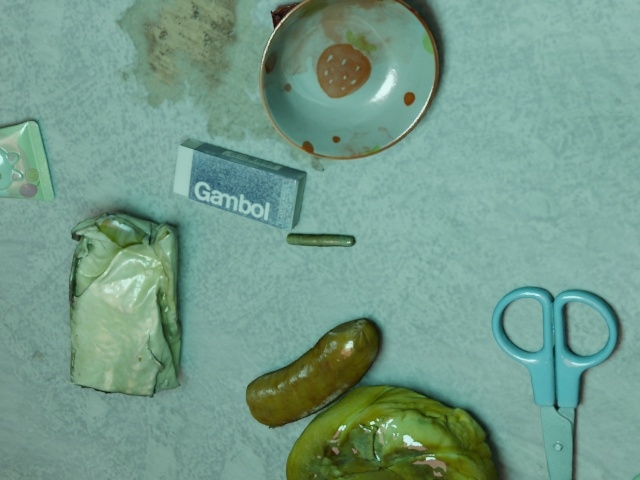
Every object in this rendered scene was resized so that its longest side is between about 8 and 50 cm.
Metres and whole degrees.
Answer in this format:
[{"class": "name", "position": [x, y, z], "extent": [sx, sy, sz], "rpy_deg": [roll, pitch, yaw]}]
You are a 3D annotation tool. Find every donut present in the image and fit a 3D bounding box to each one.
[{"class": "donut", "position": [0.123, 0.405, 2.021], "extent": [0.360, 0.170, 0.360], "rpy_deg": [8, 114, 18]}]

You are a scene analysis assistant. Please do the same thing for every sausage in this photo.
[{"class": "sausage", "position": [-0.007, 0.219, 2.043], "extent": [0.270, 0.109, 0.109], "rpy_deg": [-39, 93, 32]}]

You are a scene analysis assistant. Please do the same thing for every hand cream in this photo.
[{"class": "hand cream", "position": [-0.614, -0.131, 2.179], "extent": [0.305, 0.093, 0.147], "rpy_deg": [-2, 112, 15]}]

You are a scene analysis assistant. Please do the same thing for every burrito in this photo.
[{"class": "burrito", "position": [-0.319, 0.097, 2.108], "extent": [0.190, 0.135, 0.332], "rpy_deg": [12, 114, 15]}]

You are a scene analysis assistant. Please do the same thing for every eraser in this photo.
[{"class": "eraser", "position": [-0.129, -0.091, 1.995], "extent": [0.212, 0.046, 0.092], "rpy_deg": [19, 117, 16]}]

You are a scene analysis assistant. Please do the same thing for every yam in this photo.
[{"class": "yam", "position": [0.000, 0.000, 1.992], "extent": [0.116, 0.021, 0.021], "rpy_deg": [3, 113, 23]}]

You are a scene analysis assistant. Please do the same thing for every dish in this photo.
[{"class": "dish", "position": [0.035, -0.250, 1.802], "extent": [0.260, 0.085, 0.260], "rpy_deg": [-4, 119, -8]}]

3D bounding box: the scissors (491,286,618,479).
[{"class": "scissors", "position": [0.370, 0.282, 1.945], "extent": [0.192, 0.029, 0.447], "rpy_deg": [3, 112, 23]}]

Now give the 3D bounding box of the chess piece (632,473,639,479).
[{"class": "chess piece", "position": [0.494, 0.406, 1.901], "extent": [0.067, 0.103, 0.067], "rpy_deg": [9, 115, 21]}]

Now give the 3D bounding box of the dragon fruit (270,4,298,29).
[{"class": "dragon fruit", "position": [-0.045, -0.280, 1.870], "extent": [0.063, 0.097, 0.131], "rpy_deg": [12, 139, 32]}]
